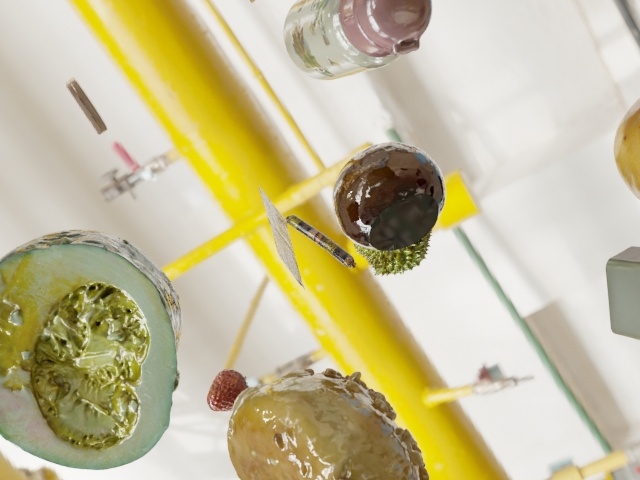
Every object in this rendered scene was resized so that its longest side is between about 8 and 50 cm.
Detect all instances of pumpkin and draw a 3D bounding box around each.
[{"bbox_3d":[-0.311,0.128,1.248,0.197,0.263,0.293,-117,34,-79],"label":"pumpkin"}]

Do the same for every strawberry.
[{"bbox_3d":[-0.158,0.254,1.571,0.083,0.073,0.073,-23,-97,-41],"label":"strawberry"}]

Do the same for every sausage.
[{"bbox_3d":[0.000,0.000,1.904,0.198,0.028,0.025,36,147,30],"label":"sausage"}]

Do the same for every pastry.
[{"bbox_3d":[0.028,0.299,1.183,0.184,0.284,0.316,-31,-79,-33],"label":"pastry"}]

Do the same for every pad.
[{"bbox_3d":[-0.071,-0.002,1.750,0.116,0.004,0.193,50,162,44],"label":"pad"}]

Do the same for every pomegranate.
[{"bbox_3d":[0.638,-0.163,1.689,0.233,0.233,0.233,52,-161,-27],"label":"pomegranate"}]

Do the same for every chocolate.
[{"bbox_3d":[0.093,-0.074,1.368,0.177,0.176,0.177,52,-161,-27],"label":"chocolate"}]

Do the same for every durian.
[{"bbox_3d":[0.184,-0.034,2.385,0.176,0.200,0.237,41,-118,-23],"label":"durian"}]

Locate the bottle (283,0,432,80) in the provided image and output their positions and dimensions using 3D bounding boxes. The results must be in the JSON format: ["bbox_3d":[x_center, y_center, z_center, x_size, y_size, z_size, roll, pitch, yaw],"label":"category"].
[{"bbox_3d":[0.047,-0.261,1.125,0.120,0.120,0.253,57,164,-14],"label":"bottle"}]

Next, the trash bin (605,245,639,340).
[{"bbox_3d":[0.634,0.105,1.646,0.122,0.240,0.164,-22,-71,-38],"label":"trash bin"}]

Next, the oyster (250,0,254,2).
[{"bbox_3d":[-0.060,-0.294,1.000,0.034,0.093,0.051,28,-159,-3],"label":"oyster"}]

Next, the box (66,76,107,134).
[{"bbox_3d":[-0.446,-0.258,1.806,0.115,0.025,0.048,60,180,-26],"label":"box"}]
